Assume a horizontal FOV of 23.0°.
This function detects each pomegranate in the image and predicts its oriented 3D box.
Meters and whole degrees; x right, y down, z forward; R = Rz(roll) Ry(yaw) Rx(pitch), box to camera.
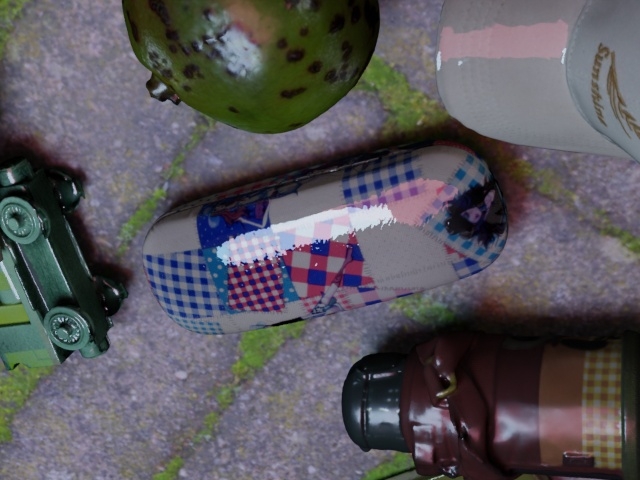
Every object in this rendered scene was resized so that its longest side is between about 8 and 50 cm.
[{"bbox_3d":[-0.033,-0.199,1.183,0.263,0.211,0.211,-42,107,-1],"label":"pomegranate"}]

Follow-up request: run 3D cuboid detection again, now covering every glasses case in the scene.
[{"bbox_3d":[0.000,0.000,1.357,0.327,0.076,0.125,-14,115,18],"label":"glasses case"}]

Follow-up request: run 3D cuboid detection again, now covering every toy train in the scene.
[{"bbox_3d":[-0.263,0.022,1.422,0.132,0.083,0.200,-9,111,30],"label":"toy train"}]

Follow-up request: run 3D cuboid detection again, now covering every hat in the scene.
[{"bbox_3d":[0.234,-0.129,1.179,0.301,0.168,0.258,1,120,11],"label":"hat"}]

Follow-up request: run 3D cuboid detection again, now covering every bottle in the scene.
[{"bbox_3d":[0.153,0.143,1.374,0.271,0.143,0.156,0,120,13],"label":"bottle"}]

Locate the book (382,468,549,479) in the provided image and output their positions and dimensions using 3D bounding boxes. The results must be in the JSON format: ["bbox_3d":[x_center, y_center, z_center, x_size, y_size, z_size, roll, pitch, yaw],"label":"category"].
[{"bbox_3d":[0.096,0.336,1.563,0.352,0.035,0.239,-24,115,23],"label":"book"}]

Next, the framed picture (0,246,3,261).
[{"bbox_3d":[-0.365,-0.106,1.362,0.184,0.016,0.250,13,125,32],"label":"framed picture"}]
